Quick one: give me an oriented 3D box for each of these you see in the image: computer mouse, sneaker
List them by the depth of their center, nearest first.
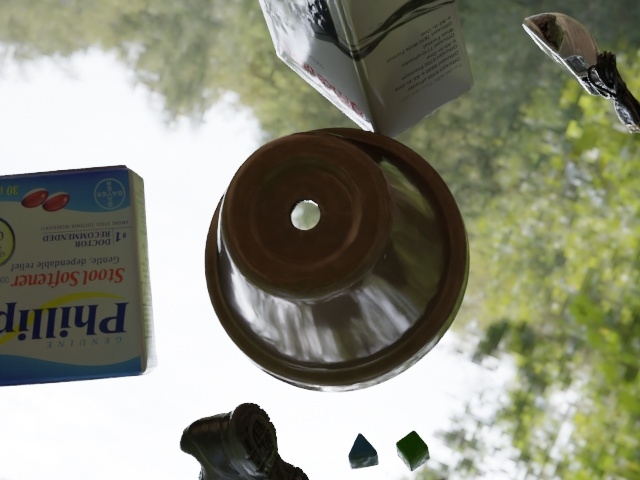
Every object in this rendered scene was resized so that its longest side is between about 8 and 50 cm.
[{"bbox_3d":[0.256,-0.178,1.361,0.106,0.042,0.193,40,-169,-36],"label":"computer mouse"},{"bbox_3d":[-0.097,0.341,1.953,0.130,0.286,0.109,-12,-150,24],"label":"sneaker"}]

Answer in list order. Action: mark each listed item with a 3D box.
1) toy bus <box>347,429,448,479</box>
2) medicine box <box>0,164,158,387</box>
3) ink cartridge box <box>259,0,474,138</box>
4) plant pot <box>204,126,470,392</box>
[{"bbox_3d":[0.082,0.309,1.398,0.202,0.191,0.104,32,155,28],"label":"toy bus"},{"bbox_3d":[-0.375,0.053,1.971,0.263,0.289,0.149,-5,177,-1],"label":"medicine box"},{"bbox_3d":[0.019,-0.283,1.409,0.223,0.129,0.307,45,162,43],"label":"ink cartridge box"},{"bbox_3d":[0.000,0.000,1.304,0.263,0.263,0.229,24,173,14],"label":"plant pot"}]
